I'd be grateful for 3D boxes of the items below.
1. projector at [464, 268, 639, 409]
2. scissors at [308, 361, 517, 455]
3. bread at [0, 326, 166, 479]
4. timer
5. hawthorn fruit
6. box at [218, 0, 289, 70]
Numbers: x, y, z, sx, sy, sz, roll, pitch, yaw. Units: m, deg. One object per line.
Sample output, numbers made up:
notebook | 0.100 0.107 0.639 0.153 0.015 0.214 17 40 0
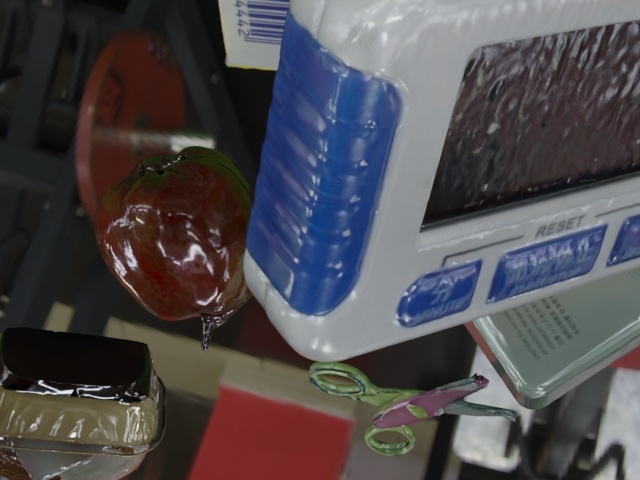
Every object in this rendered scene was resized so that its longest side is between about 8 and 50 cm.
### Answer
projector | 0.162 -0.022 0.941 0.256 0.192 0.099 56 177 18
scissors | 0.085 0.146 1.094 0.187 0.020 0.133 -11 129 42
bread | -0.287 0.196 1.364 0.224 0.142 0.212 8 137 -15
timer | 0.089 -0.056 0.513 0.253 0.078 0.178 -13 133 -31
hawthorn fruit | -0.165 0.015 1.513 0.208 0.208 0.248 -1 111 30
box | 0.023 -0.224 0.688 0.168 0.097 0.265 7 130 18
